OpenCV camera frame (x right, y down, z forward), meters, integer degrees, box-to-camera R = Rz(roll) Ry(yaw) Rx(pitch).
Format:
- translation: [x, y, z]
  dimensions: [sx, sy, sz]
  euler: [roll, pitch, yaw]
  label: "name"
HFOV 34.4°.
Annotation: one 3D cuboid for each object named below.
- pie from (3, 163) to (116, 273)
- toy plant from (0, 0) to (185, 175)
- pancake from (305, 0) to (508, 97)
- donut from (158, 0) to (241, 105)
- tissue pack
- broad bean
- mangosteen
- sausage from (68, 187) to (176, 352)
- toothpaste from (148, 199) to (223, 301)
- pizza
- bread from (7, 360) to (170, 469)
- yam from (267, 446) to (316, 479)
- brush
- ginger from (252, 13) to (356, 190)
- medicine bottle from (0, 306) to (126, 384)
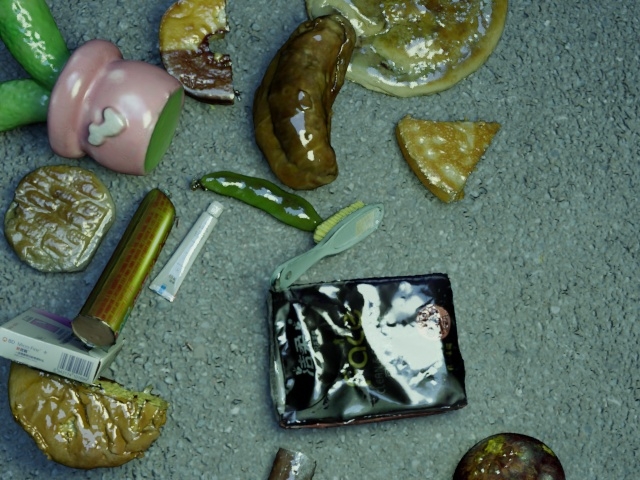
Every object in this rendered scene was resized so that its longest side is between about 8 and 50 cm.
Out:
- translation: [-0.451, -0.040, 1.774]
  dimensions: [0.195, 0.046, 0.195]
  euler: [2, 78, -8]
  label: "pie"
- translation: [-0.407, -0.269, 1.733]
  dimensions: [0.356, 0.210, 0.317]
  euler: [26, 117, 10]
  label: "toy plant"
- translation: [0.165, -0.449, 1.921]
  dimensions: [0.387, 0.082, 0.387]
  euler: [1, 82, -7]
  label: "pancake"
- translation: [-0.217, -0.338, 1.848]
  dimensions: [0.141, 0.085, 0.217]
  euler: [-1, 77, -7]
  label: "donut"
- translation: [0.074, 0.187, 1.750]
  dimensions: [0.332, 0.123, 0.245]
  euler: [-4, 76, -8]
  label: "tissue pack"
- translation: [-0.101, -0.075, 1.824]
  dimensions: [0.254, 0.046, 0.065]
  euler: [20, 65, -3]
  label: "broad bean"
- translation: [0.323, 0.429, 1.713]
  dimensions: [0.192, 0.192, 0.217]
  euler: [-38, 116, -13]
  label: "mangosteen"
- translation: [-0.305, 0.030, 1.687]
  dimensions: [0.082, 0.082, 0.371]
  euler: [21, 40, -2]
  label: "sausage"
- translation: [-0.227, 0.014, 1.799]
  dimensions: [0.048, 0.031, 0.190]
  euler: [32, 79, -2]
  label: "toothpaste"
- translation: [0.244, -0.166, 1.883]
  dimensions: [0.199, 0.062, 0.188]
  euler: [-23, 74, -19]
  label: "pizza"
- translation: [-0.383, 0.284, 1.661]
  dimensions: [0.261, 0.160, 0.147]
  euler: [16, 85, -6]
  label: "bread"
- translation: [-0.057, 0.419, 1.706]
  dimensions: [0.079, 0.079, 0.141]
  euler: [19, 75, -3]
  label: "yam"
- translation: [0.000, 0.000, 1.766]
  dimensions: [0.060, 0.068, 0.297]
  euler: [28, 42, 29]
  label: "brush"
- translation: [-0.037, -0.247, 1.809]
  dimensions: [0.172, 0.165, 0.321]
  euler: [5, 81, 11]
  label: "ginger"
- translation: [-0.415, 0.168, 1.653]
  dimensions: [0.171, 0.201, 0.052]
  euler: [18, 94, -2]
  label: "medicine bottle"
